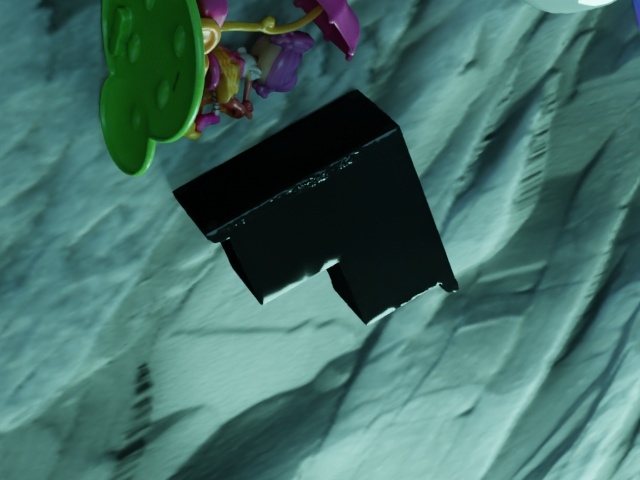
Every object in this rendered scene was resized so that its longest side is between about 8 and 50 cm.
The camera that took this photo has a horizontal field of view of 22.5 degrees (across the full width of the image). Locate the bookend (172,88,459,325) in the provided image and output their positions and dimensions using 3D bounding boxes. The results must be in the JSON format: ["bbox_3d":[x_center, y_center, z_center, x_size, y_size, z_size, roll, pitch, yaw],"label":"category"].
[{"bbox_3d":[0.000,0.000,1.171,0.156,0.072,0.157,-30,126,-9],"label":"bookend"}]

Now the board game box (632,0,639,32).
[{"bbox_3d":[0.408,-0.174,1.118,0.233,0.347,0.078,-30,124,-11],"label":"board game box"}]

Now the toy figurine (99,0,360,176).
[{"bbox_3d":[-0.051,-0.124,1.070,0.159,0.130,0.173,-12,142,-32],"label":"toy figurine"}]

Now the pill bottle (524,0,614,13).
[{"bbox_3d":[0.102,-0.299,1.003,0.176,0.176,0.318,-50,126,4],"label":"pill bottle"}]
